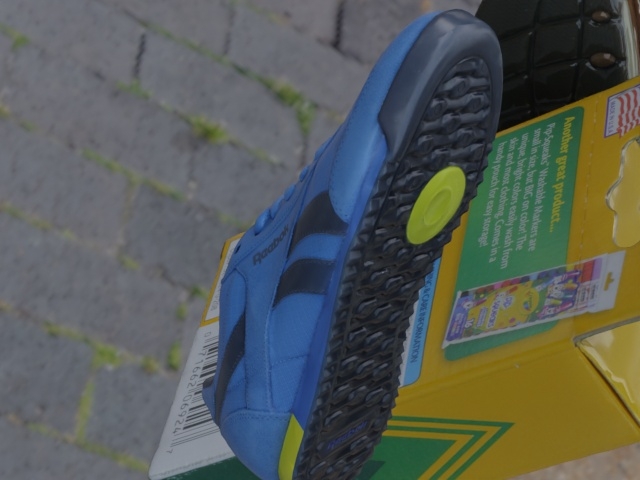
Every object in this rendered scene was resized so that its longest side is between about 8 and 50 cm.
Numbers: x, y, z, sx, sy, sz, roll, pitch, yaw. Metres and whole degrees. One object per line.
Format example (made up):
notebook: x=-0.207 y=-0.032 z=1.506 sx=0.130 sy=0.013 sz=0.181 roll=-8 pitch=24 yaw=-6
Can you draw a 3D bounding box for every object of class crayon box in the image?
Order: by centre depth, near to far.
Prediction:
crayon box: x=0.073 y=0.042 z=0.942 sx=0.083 sy=0.323 sz=0.203 roll=50 pitch=35 yaw=-29

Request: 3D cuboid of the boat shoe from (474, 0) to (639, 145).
boat shoe: x=0.168 y=-0.062 z=1.115 sx=0.122 sy=0.324 sz=0.120 roll=19 pitch=43 yaw=26

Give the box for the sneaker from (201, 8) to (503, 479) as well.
sneaker: x=0.000 y=0.000 z=0.614 sx=0.082 sy=0.209 sz=0.069 roll=39 pitch=38 yaw=29
